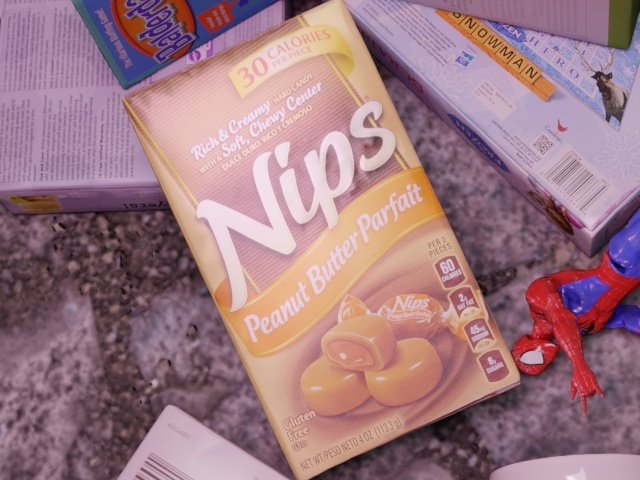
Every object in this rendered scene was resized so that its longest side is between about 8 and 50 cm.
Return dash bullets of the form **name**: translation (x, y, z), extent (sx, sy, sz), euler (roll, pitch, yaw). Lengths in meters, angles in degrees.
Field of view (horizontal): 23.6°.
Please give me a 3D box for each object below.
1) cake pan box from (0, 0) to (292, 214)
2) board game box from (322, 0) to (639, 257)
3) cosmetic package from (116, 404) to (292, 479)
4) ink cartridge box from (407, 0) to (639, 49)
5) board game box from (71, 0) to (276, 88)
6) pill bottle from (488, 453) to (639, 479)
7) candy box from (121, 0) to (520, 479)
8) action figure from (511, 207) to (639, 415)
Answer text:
- **cake pan box**: translation (-0.146, -0.157, 1.283), extent (0.246, 0.070, 0.266), euler (-3, 73, 5)
- **board game box**: translation (0.218, -0.205, 1.246), extent (0.318, 0.066, 0.318), euler (-42, 72, -6)
- **cosmetic package**: translation (-0.069, 0.233, 1.088), extent (0.151, 0.183, 0.151), euler (30, 79, 17)
- **ink cartridge box**: translation (0.118, -0.245, 1.137), extent (0.255, 0.189, 0.097), euler (15, 77, 14)
- **board game box**: translation (-0.089, -0.215, 1.175), extent (0.210, 0.160, 0.047), euler (-30, 71, -3)
- **pill bottle**: translation (0.186, 0.287, 1.052), extent (0.153, 0.153, 0.264), euler (-4, 73, 7)
- **candy box**: translation (0.000, 0.000, 1.158), extent (0.183, 0.087, 0.316), euler (-25, 89, -2)
- **action figure**: translation (0.251, 0.029, 1.108), extent (0.280, 0.091, 0.139), euler (-44, 47, 25)
